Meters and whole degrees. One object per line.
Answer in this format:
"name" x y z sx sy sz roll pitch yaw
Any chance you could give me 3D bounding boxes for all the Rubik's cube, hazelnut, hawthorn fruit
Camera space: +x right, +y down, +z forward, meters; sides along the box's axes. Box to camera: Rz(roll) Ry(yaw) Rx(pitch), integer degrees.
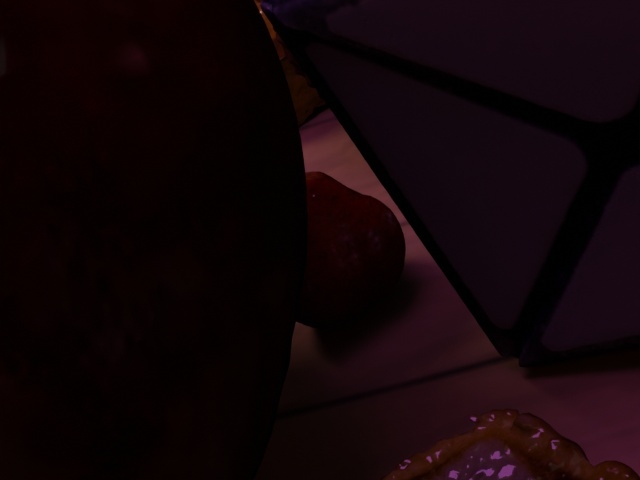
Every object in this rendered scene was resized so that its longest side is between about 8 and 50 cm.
"Rubik's cube" 0.167 -0.122 0.758 0.255 0.259 0.260 -15 38 37
"hazelnut" -0.186 0.000 0.749 0.421 0.353 0.421 -8 78 43
"hawthorn fruit" 0.000 0.000 0.886 0.093 0.093 0.093 -19 33 13

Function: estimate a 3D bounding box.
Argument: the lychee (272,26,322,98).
"lychee" 0.056 -0.166 0.997 0.188 0.188 0.188 -19 33 13

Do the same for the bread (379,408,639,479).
"bread" 0.071 0.165 0.593 0.181 0.096 0.222 -34 31 -11

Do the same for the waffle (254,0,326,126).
"waffle" -0.035 -0.161 1.169 0.229 0.057 0.219 -36 33 -12
